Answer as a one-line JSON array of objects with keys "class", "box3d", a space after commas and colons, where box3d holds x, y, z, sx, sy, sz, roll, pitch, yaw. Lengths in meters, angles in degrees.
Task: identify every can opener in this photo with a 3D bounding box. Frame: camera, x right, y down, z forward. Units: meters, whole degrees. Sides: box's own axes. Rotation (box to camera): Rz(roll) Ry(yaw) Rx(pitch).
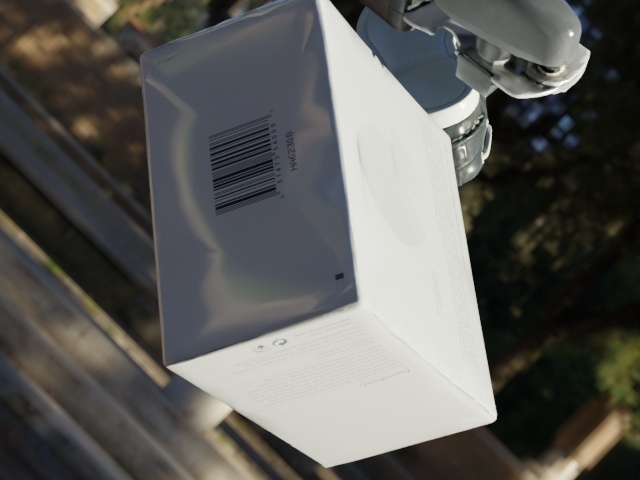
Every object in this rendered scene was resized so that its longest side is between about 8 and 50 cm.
[{"class": "can opener", "box3d": [0.068, -0.193, 1.158, 0.283, 0.076, 0.095, 42, -35, 27]}]

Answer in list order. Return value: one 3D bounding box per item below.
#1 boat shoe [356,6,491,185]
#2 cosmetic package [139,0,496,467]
[{"class": "boat shoe", "box3d": [0.100, -0.155, 1.666, 0.302, 0.114, 0.091, -88, 164, -57]}, {"class": "cosmetic package", "box3d": [0.000, 0.000, 1.124, 0.224, 0.138, 0.224, 40, 37, -54]}]
